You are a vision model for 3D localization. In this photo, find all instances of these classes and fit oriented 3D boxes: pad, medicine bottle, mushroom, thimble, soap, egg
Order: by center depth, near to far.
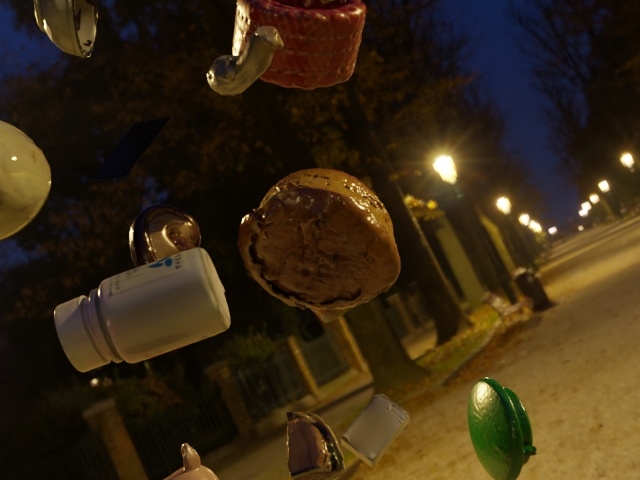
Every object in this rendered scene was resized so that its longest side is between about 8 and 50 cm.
[{"bbox_3d":[-0.326,0.134,1.514,0.293,0.170,0.170,-21,-7,-2],"label":"medicine bottle"},{"bbox_3d":[-0.171,-0.396,1.840,0.099,0.096,0.278,22,-21,-26],"label":"mushroom"},{"bbox_3d":[-0.806,-0.121,1.884,0.345,0.283,0.283,-29,-7,3],"label":"egg"},{"bbox_3d":[-0.409,0.017,2.113,0.138,0.194,0.231,-48,14,44],"label":"mushroom"},{"bbox_3d":[-0.061,-0.567,2.178,0.350,0.350,0.230,-21,-40,-35],"label":"thimble"},{"bbox_3d":[-0.530,-0.258,2.284,0.170,0.006,0.245,-3,46,40],"label":"pad"},{"bbox_3d":[0.158,0.543,2.351,0.183,0.121,0.064,-46,-27,-23],"label":"soap"}]

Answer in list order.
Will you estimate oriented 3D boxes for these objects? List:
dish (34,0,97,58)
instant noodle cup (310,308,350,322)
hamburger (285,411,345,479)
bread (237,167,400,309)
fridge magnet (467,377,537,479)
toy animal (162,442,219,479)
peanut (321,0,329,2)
[{"bbox_3d":[-0.666,-0.617,2.123,0.120,0.303,0.303,0,-10,-4],"label":"dish"},{"bbox_3d":[0.027,0.094,2.277,0.264,0.200,0.264,-36,4,3],"label":"instant noodle cup"},{"bbox_3d":[-0.019,0.579,2.298,0.155,0.207,0.135,-21,-40,6],"label":"hamburger"},{"bbox_3d":[-0.002,-0.002,1.859,0.337,0.358,0.204,-35,27,30],"label":"bread"},{"bbox_3d":[0.353,0.376,1.625,0.088,0.208,0.208,-8,-12,-15],"label":"fridge magnet"},{"bbox_3d":[-0.260,0.515,1.463,0.154,0.166,0.250,0,43,31],"label":"toy animal"},{"bbox_3d":[0.038,-0.586,1.862,0.113,0.054,0.054,-47,-5,-7],"label":"peanut"}]
